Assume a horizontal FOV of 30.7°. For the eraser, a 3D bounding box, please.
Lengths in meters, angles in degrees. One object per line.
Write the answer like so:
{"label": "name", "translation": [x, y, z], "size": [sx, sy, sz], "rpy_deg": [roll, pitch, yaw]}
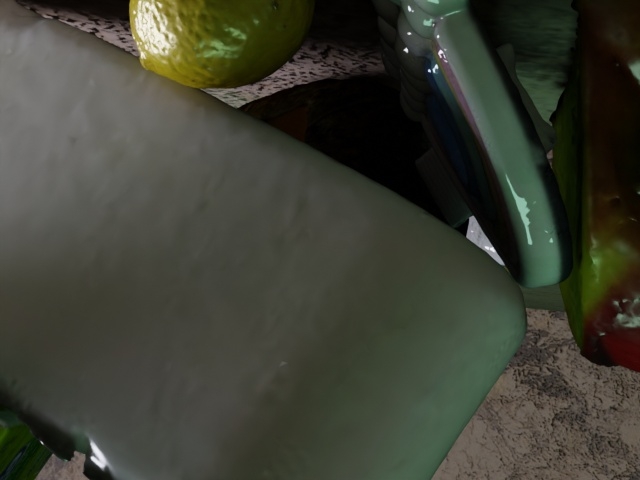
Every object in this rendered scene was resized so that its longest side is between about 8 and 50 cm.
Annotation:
{"label": "eraser", "translation": [-0.084, 0.017, 0.543], "size": [0.331, 0.150, 0.331], "rpy_deg": [32, 171, 6]}

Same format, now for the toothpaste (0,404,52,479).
{"label": "toothpaste", "translation": [-0.195, 0.085, 0.579], "size": [0.110, 0.077, 0.327], "rpy_deg": [36, 171, -1]}

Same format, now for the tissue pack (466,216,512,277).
{"label": "tissue pack", "translation": [0.160, 0.002, 1.124], "size": [0.109, 0.060, 0.148], "rpy_deg": [4, 175, 27]}

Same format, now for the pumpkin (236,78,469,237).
{"label": "pumpkin", "translation": [0.014, -0.037, 0.657], "size": [0.183, 0.107, 0.119], "rpy_deg": [21, 167, 46]}

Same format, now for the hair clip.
{"label": "hair clip", "translation": [0.068, -0.046, 0.480], "size": [0.054, 0.140, 0.220], "rpy_deg": [-25, 173, 3]}

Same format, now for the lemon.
{"label": "lemon", "translation": [-0.039, -0.087, 0.437], "size": [0.065, 0.065, 0.092], "rpy_deg": [11, 166, -41]}

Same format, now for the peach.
{"label": "peach", "translation": [0.179, -0.009, 0.530], "size": [0.159, 0.154, 0.267], "rpy_deg": [4, 173, 7]}
